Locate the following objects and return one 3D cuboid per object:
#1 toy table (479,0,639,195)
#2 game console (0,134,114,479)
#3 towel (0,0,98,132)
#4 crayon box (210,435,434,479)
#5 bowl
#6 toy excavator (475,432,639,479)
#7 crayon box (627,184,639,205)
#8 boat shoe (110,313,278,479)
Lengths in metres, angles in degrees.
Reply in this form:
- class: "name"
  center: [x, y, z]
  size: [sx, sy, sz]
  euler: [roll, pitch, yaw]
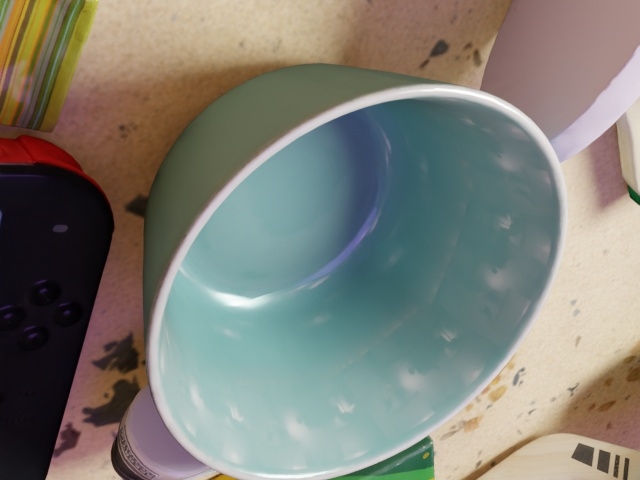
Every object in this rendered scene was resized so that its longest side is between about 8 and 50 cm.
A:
- class: "toy table"
  center: [0.252, -0.155, 0.756]
  size: [0.161, 0.252, 0.274]
  euler: [19, 125, -25]
- class: "game console"
  center: [-0.339, 0.084, 0.661]
  size: [0.386, 0.060, 0.342]
  euler: [-2, 125, -33]
- class: "towel"
  center: [-0.247, -0.116, 0.583]
  size: [0.237, 0.021, 0.102]
  euler: [3, 122, -36]
- class: "crayon box"
  center: [-0.041, 0.302, 1.032]
  size: [0.323, 0.083, 0.203]
  euler: [-23, 135, -16]
- class: "bowl"
  center: [0.000, 0.000, 0.739]
  size: [0.311, 0.163, 0.311]
  euler: [-17, 130, -21]
- class: "toy excavator"
  center: [0.387, 0.257, 1.160]
  size: [0.433, 0.445, 0.222]
  euler: [-55, 143, -27]
- class: "crayon box"
  center: [0.407, -0.147, 0.960]
  size: [0.278, 0.081, 0.165]
  euler: [-34, 137, -6]
- class: "boat shoe"
  center: [-0.035, 0.120, 0.877]
  size: [0.301, 0.108, 0.102]
  euler: [-26, 169, -31]
